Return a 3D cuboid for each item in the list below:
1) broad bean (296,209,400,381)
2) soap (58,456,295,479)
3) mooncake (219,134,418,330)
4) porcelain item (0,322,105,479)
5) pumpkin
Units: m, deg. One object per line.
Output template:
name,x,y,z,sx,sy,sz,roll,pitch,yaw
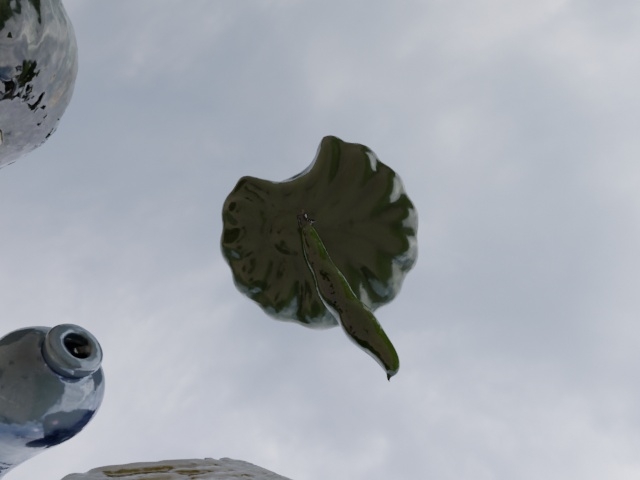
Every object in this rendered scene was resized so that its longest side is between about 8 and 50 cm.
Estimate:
broad bean,0.030,0.086,1.047,0.060,0.043,0.297,-39,-108,21
soap,-0.146,0.363,0.799,0.335,0.294,0.156,-9,-106,59
mooncake,0.000,0.000,1.205,0.352,0.187,0.350,0,-95,-4
porcelain item,-0.349,0.194,0.782,0.259,0.141,0.141,-42,-139,21
pumpkin,-0.614,-0.278,1.089,0.455,0.454,0.343,-26,-106,4
